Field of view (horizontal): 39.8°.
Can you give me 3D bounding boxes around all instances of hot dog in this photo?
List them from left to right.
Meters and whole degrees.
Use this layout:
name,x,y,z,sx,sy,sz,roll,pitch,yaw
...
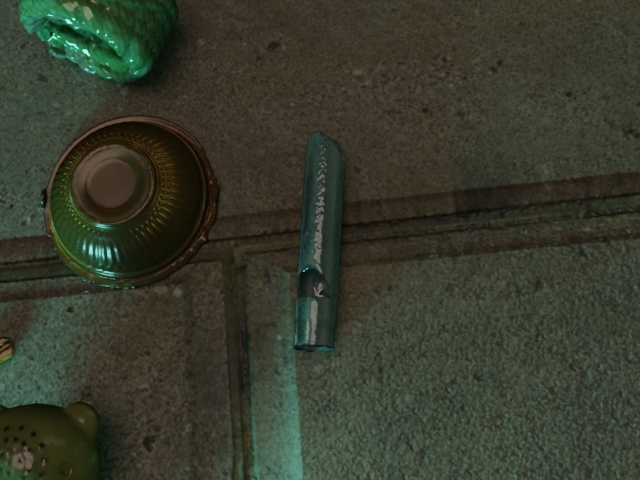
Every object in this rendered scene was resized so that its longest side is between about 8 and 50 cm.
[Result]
name,x,y,z,sx,sy,sz,roll,pitch,yaw
hot dog,-0.477,0.171,1.271,0.083,0.021,0.037,-31,85,-3

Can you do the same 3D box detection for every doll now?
name,x,y,z,sx,sy,sz,roll,pitch,yaw
doll,-0.375,0.341,1.145,0.176,0.161,0.261,-1,78,7

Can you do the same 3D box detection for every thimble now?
name,x,y,z,sx,sy,sz,roll,pitch,yaw
thimble,-0.323,-0.340,1.292,0.218,0.219,0.150,20,77,11

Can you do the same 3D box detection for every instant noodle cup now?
name,x,y,z,sx,sy,sz,roll,pitch,yaw
instant noodle cup,-0.289,-0.069,1.277,0.273,0.091,0.274,-1,77,6

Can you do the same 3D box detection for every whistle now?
name,x,y,z,sx,sy,sz,roll,pitch,yaw
whistle,0.000,0.000,1.242,0.062,0.062,0.312,2,76,7
